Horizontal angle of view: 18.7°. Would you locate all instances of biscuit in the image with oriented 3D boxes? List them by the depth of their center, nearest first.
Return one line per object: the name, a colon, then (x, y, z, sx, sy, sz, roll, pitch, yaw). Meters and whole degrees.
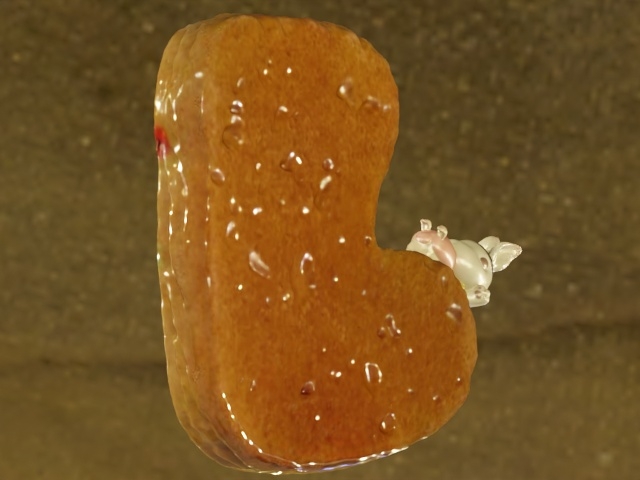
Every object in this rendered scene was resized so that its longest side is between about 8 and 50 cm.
biscuit: (-0.001, 0.000, 1.162, 0.052, 0.277, 0.262, 1, -172, 39)

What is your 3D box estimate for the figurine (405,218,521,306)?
figurine: (0.116, 0.030, 1.729, 0.081, 0.146, 0.098, 35, 161, 27)
